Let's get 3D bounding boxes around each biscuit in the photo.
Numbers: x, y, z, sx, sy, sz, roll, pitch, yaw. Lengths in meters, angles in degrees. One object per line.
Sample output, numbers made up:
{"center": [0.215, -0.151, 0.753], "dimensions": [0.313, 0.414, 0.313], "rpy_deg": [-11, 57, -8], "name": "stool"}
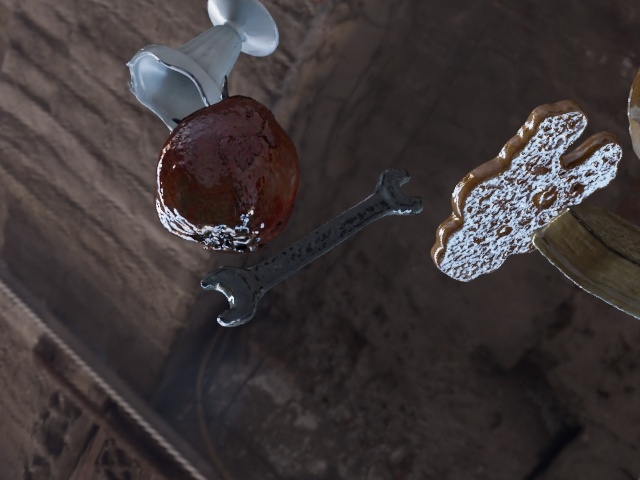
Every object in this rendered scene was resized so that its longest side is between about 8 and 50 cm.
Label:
{"center": [0.303, -0.067, 1.597], "dimensions": [0.202, 0.334, 0.047], "rpy_deg": [27, -154, -34], "name": "biscuit"}

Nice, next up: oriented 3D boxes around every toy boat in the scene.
{"center": [0.334, 0.019, 1.192], "dimensions": [0.188, 0.061, 0.116], "rpy_deg": [27, -149, -7], "name": "toy boat"}

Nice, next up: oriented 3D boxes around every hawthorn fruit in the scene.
{"center": [-0.111, -0.102, 1.274], "dimensions": [0.181, 0.181, 0.235], "rpy_deg": [10, -108, -25], "name": "hawthorn fruit"}

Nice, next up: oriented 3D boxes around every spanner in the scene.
{"center": [0.000, 0.000, 0.906], "dimensions": [0.254, 0.015, 0.054], "rpy_deg": [-32, -108, -34], "name": "spanner"}

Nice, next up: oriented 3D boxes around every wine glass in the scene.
{"center": [-0.164, -0.263, 1.538], "dimensions": [0.165, 0.165, 0.196], "rpy_deg": [34, -120, 9], "name": "wine glass"}

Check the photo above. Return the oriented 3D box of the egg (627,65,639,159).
{"center": [0.413, -0.144, 1.045], "dimensions": [0.195, 0.195, 0.233], "rpy_deg": [36, -101, 11], "name": "egg"}
